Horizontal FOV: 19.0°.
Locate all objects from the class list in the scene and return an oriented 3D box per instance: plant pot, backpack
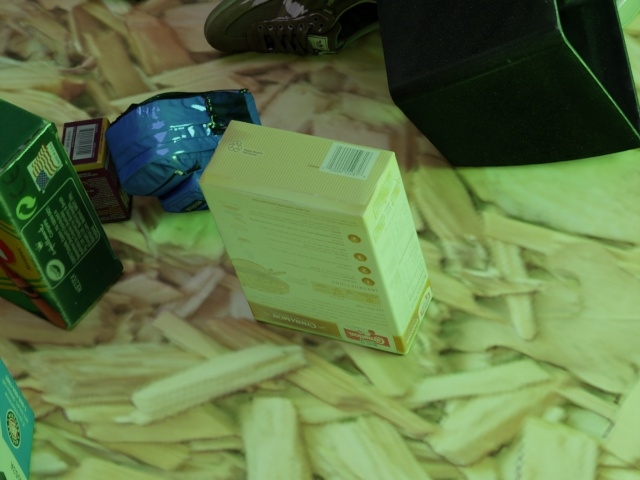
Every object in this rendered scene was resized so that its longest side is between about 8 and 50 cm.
[{"bbox_3d":[0.152,-0.166,1.609,0.167,0.187,0.188,-22,54,22],"label":"plant pot"},{"bbox_3d":[-0.116,-0.077,1.637,0.120,0.098,0.101,-4,67,-39],"label":"backpack"}]

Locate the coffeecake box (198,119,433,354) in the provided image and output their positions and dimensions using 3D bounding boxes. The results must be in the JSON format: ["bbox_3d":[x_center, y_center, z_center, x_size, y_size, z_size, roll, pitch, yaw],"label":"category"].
[{"bbox_3d":[0.000,0.000,1.514,0.142,0.185,0.068,12,57,23],"label":"coffeecake box"}]

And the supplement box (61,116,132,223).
[{"bbox_3d":[-0.197,-0.061,1.682,0.043,0.083,0.055,-7,50,12],"label":"supplement box"}]

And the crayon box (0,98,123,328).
[{"bbox_3d":[-0.337,-0.064,1.649,0.318,0.202,0.081,24,62,31],"label":"crayon box"}]

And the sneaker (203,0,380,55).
[{"bbox_3d":[-0.014,-0.203,1.758,0.188,0.066,0.071,-17,51,2],"label":"sneaker"}]

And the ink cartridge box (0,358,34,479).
[{"bbox_3d":[-0.314,0.206,1.410,0.129,0.223,0.307,-8,51,8],"label":"ink cartridge box"}]

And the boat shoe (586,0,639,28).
[{"bbox_3d":[0.289,-0.242,1.722,0.038,0.046,0.125,34,75,29],"label":"boat shoe"}]
